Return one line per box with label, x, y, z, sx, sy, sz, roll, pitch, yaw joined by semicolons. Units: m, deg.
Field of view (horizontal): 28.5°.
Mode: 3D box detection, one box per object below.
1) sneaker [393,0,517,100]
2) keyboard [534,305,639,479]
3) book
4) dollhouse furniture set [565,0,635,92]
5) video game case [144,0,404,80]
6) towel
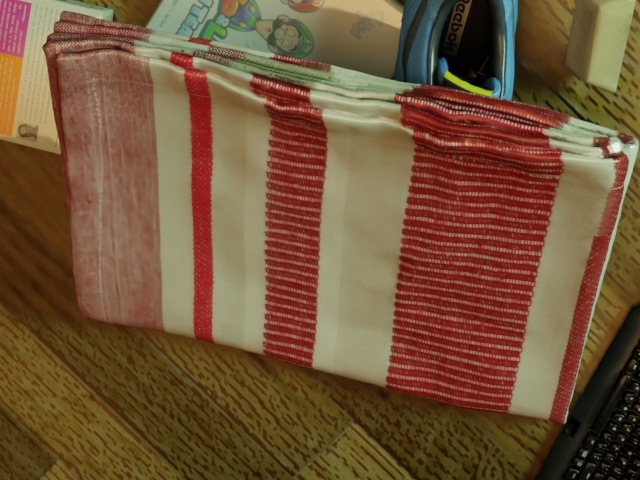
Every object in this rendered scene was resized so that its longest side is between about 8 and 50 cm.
sneaker;0.071;-0.062;0.717;0.069;0.082;0.209;3;116;-3
keyboard;0.197;0.141;0.784;0.100;0.038;0.192;25;113;5
book;-0.210;-0.117;0.807;0.144;0.035;0.096;16;108;9
dollhouse furniture set;0.171;-0.153;0.710;0.081;0.091;0.114;-17;134;-21
video game case;-0.035;-0.111;0.771;0.143;0.019;0.157;37;112;0
towel;0.000;0.000;0.743;0.328;0.037;0.237;13;135;10
